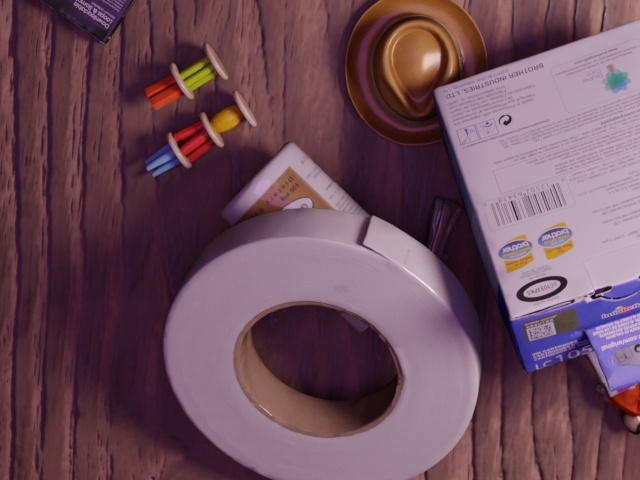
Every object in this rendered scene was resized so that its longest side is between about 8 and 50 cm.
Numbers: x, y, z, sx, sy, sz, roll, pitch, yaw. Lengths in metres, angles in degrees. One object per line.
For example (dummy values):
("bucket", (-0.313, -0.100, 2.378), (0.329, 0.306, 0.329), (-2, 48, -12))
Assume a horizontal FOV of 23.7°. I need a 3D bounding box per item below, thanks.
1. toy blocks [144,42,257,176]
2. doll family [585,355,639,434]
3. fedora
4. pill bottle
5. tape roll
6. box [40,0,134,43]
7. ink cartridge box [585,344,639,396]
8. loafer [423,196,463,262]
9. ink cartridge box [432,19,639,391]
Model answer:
("toy blocks", (-0.173, -0.158, 1.908), (0.148, 0.054, 0.123), (-31, 95, 6))
("doll family", (0.463, 0.182, 1.860), (0.118, 0.263, 0.163), (-45, 122, -25))
("fedora", (0.119, -0.212, 1.878), (0.194, 0.079, 0.194), (0, 97, 2))
("pill bottle", (0.000, 0.000, 1.880), (0.229, 0.131, 0.131), (44, 96, -3))
("tape roll", (0.003, 0.138, 1.841), (0.391, 0.072, 0.392), (6, 124, 10))
("box", (-0.273, -0.343, 1.903), (0.116, 0.029, 0.162), (35, 95, -1))
("ink cartridge box", (0.360, 0.017, 1.849), (0.185, 0.065, 0.311), (-27, 58, 5))
("loafer", (0.149, 0.010, 1.921), (0.039, 0.045, 0.125), (12, 94, -6))
("ink cartridge box", (0.311, -0.028, 1.757), (0.270, 0.151, 0.396), (-18, 57, 5))
